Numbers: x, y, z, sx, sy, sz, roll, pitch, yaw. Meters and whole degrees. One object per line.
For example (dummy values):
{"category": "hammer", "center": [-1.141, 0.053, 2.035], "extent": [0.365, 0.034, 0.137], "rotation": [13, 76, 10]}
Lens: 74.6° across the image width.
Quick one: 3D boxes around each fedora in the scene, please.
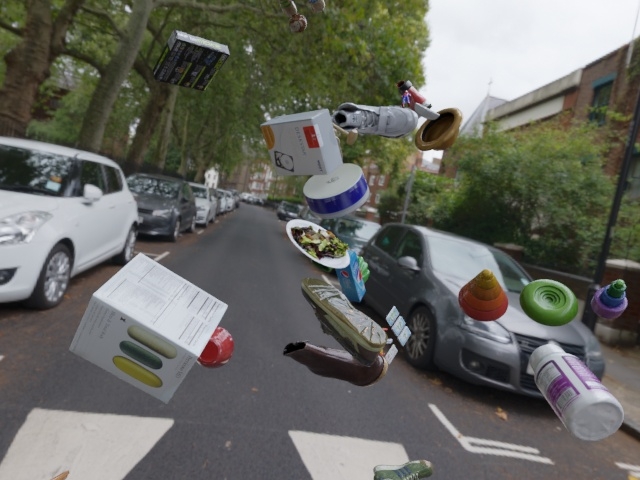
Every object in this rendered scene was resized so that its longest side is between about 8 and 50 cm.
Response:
{"category": "fedora", "center": [0.437, -0.385, 1.514], "extent": [0.079, 0.195, 0.194], "rotation": [36, -12, -36]}

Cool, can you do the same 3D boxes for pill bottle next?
{"category": "pill bottle", "center": [0.812, 0.478, 1.371], "extent": [0.169, 0.170, 0.302], "rotation": [11, 21, -3]}

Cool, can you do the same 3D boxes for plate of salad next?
{"category": "plate of salad", "center": [0.000, 0.000, 1.132], "extent": [0.199, 0.048, 0.200], "rotation": [28, 26, -15]}

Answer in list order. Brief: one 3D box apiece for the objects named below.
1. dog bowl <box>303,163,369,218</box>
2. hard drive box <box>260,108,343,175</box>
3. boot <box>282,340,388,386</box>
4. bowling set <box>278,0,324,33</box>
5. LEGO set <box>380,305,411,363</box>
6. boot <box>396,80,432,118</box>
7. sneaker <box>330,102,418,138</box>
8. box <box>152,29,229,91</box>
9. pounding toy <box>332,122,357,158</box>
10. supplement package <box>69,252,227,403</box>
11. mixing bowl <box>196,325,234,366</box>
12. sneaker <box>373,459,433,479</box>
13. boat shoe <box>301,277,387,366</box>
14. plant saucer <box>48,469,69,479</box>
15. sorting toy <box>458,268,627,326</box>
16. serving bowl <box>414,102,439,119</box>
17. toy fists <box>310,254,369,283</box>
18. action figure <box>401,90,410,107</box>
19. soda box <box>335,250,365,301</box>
{"category": "dog bowl", "center": [0.065, -0.210, 1.763], "extent": [0.264, 0.104, 0.265], "rotation": [-17, 34, 12]}
{"category": "hard drive box", "center": [-0.062, -0.308, 1.344], "extent": [0.232, 0.181, 0.089], "rotation": [6, 34, 41]}
{"category": "boot", "center": [0.037, 0.333, 1.160], "extent": [0.206, 0.090, 0.248], "rotation": [31, -34, -29]}
{"category": "bowling set", "center": [-0.062, -0.743, 1.240], "extent": [0.286, 0.200, 0.154], "rotation": [-5, -14, 18]}
{"category": "LEGO set", "center": [0.309, 0.434, 1.810], "extent": [0.060, 0.244, 0.183], "rotation": [2, -48, 49]}
{"category": "boot", "center": [0.420, -0.648, 1.918], "extent": [0.176, 0.088, 0.244], "rotation": [47, 13, 4]}
{"category": "sneaker", "center": [0.212, -0.504, 1.775], "extent": [0.365, 0.138, 0.210], "rotation": [13, 19, 31]}
{"category": "box", "center": [-0.421, -0.577, 1.366], "extent": [0.184, 0.045, 0.190], "rotation": [-7, -19, -44]}
{"category": "pounding toy", "center": [0.006, -0.383, 1.682], "extent": [0.269, 0.154, 0.155], "rotation": [1, 43, -11]}
{"category": "supplement package", "center": [-0.411, 0.211, 1.030], "extent": [0.262, 0.199, 0.198], "rotation": [33, 26, -8]}
{"category": "mixing bowl", "center": [-0.460, 0.453, 1.756], "extent": [0.181, 0.182, 0.098], "rotation": [11, -5, -1]}
{"category": "sneaker", "center": [0.257, 0.744, 1.303], "extent": [0.191, 0.065, 0.086], "rotation": [-13, 19, 13]}
{"category": "boat shoe", "center": [0.029, 0.150, 0.797], "extent": [0.080, 0.074, 0.223], "rotation": [1, 26, -45]}
{"category": "plant saucer", "center": [-0.527, 0.472, 0.806], "extent": [0.083, 0.013, 0.083], "rotation": [-28, -8, -4]}
{"category": "sorting toy", "center": [0.516, 0.114, 0.982], "extent": [0.364, 0.127, 0.126], "rotation": [1, -41, 16]}
{"category": "serving bowl", "center": [0.322, -0.390, 1.286], "extent": [0.083, 0.027, 0.083], "rotation": [22, 25, -11]}
{"category": "toy fists", "center": [0.093, 0.102, 1.900], "extent": [0.279, 0.142, 0.096], "rotation": [33, -26, 2]}
{"category": "action figure", "center": [0.341, -0.567, 1.674], "extent": [0.038, 0.030, 0.115], "rotation": [-9, 40, 21]}
{"category": "soda box", "center": [0.115, 0.139, 1.632], "extent": [0.071, 0.210, 0.067], "rotation": [5, 40, 29]}
